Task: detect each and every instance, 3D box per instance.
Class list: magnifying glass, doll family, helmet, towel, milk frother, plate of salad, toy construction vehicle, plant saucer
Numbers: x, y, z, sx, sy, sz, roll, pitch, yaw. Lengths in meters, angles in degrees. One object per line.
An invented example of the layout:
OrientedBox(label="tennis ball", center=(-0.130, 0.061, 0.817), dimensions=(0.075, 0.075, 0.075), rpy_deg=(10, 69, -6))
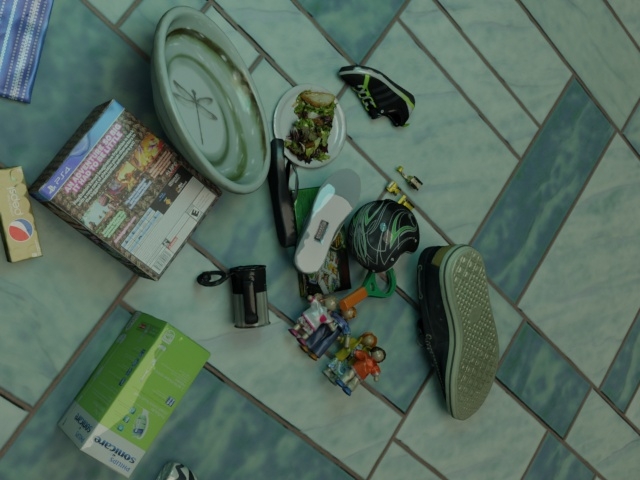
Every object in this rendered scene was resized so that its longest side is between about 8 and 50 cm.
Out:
OrientedBox(label="magnifying glass", center=(0.117, 0.118, 1.874), dimensions=(0.231, 0.026, 0.092), rpy_deg=(-28, 101, -52))
OrientedBox(label="doll family", center=(0.044, 0.237, 1.850), dimensions=(0.163, 0.118, 0.263), rpy_deg=(-43, 93, -15))
OrientedBox(label="helmet", center=(0.144, -0.012, 1.855), dimensions=(0.161, 0.169, 0.169), rpy_deg=(-20, 102, -44))
OrientedBox(label="towel", center=(-0.685, -0.420, 1.431), dimensions=(0.336, 0.040, 0.243), rpy_deg=(14, 85, -30))
OrientedBox(label="milk frother", center=(-0.192, 0.129, 1.714), dimensions=(0.143, 0.129, 0.135), rpy_deg=(-3, 94, 13))
OrientedBox(label="plate of salad", center=(-0.018, -0.272, 1.816), dimensions=(0.199, 0.048, 0.200), rpy_deg=(-1, 93, -31))
OrientedBox(label="toy construction vehicle", center=(0.213, -0.131, 1.967), dimensions=(0.098, 0.035, 0.086), rpy_deg=(40, 84, -22))
OrientedBox(label="plant saucer", center=(-0.243, -0.275, 1.586), dimensions=(0.400, 0.100, 0.400), rpy_deg=(48, 32, -45))

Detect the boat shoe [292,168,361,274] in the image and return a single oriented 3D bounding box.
OrientedBox(label="boat shoe", center=(0.010, -0.042, 1.784), dimensions=(0.096, 0.088, 0.268), rpy_deg=(23, 80, -11))

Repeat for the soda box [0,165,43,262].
OrientedBox(label="soda box", center=(-0.592, -0.051, 1.487), dimensions=(0.061, 0.058, 0.181), rpy_deg=(-14, 100, -29))

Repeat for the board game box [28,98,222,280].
OrientedBox(label="board game box", center=(-0.392, -0.097, 1.552), dimensions=(0.291, 0.141, 0.232), rpy_deg=(42, 72, -24))

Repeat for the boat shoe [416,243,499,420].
OrientedBox(label="boat shoe", center=(0.346, 0.234, 1.990), dimensions=(0.186, 0.156, 0.500), rpy_deg=(-25, 115, -32))

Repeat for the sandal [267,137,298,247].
OrientedBox(label="sandal", center=(-0.081, -0.112, 1.762), dimensions=(0.054, 0.097, 0.255), rpy_deg=(-12, 108, -18))

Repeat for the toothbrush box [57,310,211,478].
OrientedBox(label="toothbrush box", center=(-0.376, 0.298, 1.539), dimensions=(0.122, 0.206, 0.283), rpy_deg=(42, 71, -25))

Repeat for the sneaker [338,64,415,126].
OrientedBox(label="sneaker", center=(0.140, -0.348, 1.884), dimensions=(0.234, 0.084, 0.097), rpy_deg=(23, 82, -29))

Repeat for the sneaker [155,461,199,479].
OrientedBox(label="sneaker", center=(-0.318, 0.612, 1.646), dimensions=(0.153, 0.094, 0.235), rpy_deg=(36, 64, -17))

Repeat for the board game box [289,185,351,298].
OrientedBox(label="board game box", center=(0.000, 0.000, 1.848), dimensions=(0.136, 0.030, 0.260), rpy_deg=(-9, 96, -27))
